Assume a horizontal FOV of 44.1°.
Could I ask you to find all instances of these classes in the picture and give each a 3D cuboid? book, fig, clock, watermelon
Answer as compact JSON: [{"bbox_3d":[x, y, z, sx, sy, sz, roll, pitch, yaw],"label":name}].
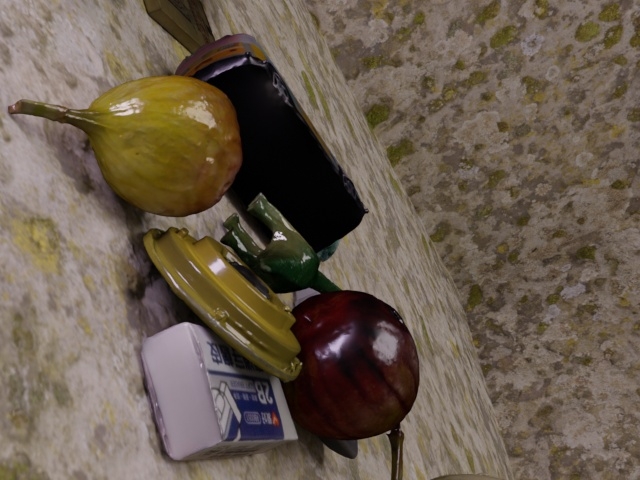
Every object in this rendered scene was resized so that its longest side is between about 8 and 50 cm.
[{"bbox_3d":[-0.244,-0.400,1.357,0.161,0.026,0.231,70,13,18],"label":"book"},{"bbox_3d":[-0.203,-0.113,0.829,0.257,0.159,0.159,8,56,-50],"label":"fig"},{"bbox_3d":[0.059,0.182,1.026,0.249,0.186,0.204,44,1,-23],"label":"fig"},{"bbox_3d":[-0.096,0.057,0.882,0.237,0.057,0.237,43,2,-2],"label":"clock"},{"bbox_3d":[0.000,0.000,1.589,0.085,0.085,0.061,61,-16,-19],"label":"watermelon"}]

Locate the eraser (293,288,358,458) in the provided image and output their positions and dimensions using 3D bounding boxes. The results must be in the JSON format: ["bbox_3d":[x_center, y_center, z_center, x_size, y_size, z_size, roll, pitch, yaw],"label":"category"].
[{"bbox_3d":[0.006,0.186,1.221,0.089,0.061,0.352,58,15,-32],"label":"eraser"}]

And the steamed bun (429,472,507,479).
[{"bbox_3d":[0.244,0.480,1.236,0.289,0.276,0.203,28,19,-28],"label":"steamed bun"}]

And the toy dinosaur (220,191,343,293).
[{"bbox_3d":[-0.012,0.070,1.107,0.301,0.087,0.447,49,7,-13],"label":"toy dinosaur"}]

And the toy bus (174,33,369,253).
[{"bbox_3d":[-0.089,-0.156,1.258,0.386,0.171,0.162,54,8,-41],"label":"toy bus"}]

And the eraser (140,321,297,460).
[{"bbox_3d":[-0.099,0.163,0.837,0.125,0.068,0.210,69,13,20],"label":"eraser"}]
